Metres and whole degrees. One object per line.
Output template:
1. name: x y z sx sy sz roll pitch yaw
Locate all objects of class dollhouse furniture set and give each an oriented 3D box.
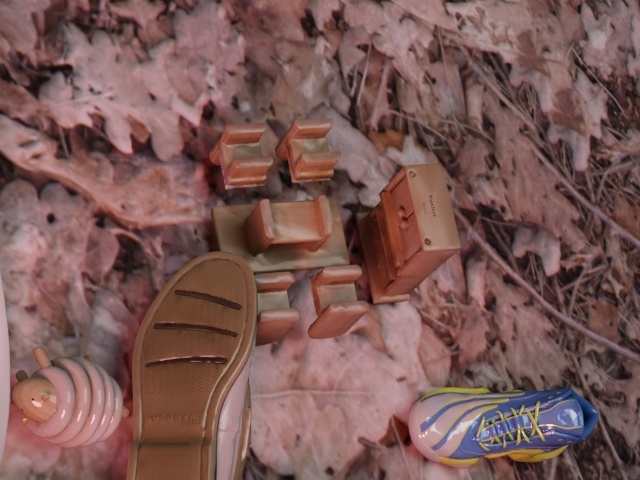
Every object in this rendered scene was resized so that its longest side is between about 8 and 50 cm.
1. dollhouse furniture set: 0.000 0.000 1.797 0.242 0.161 0.212 -4 71 -21

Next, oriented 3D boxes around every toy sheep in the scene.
1. toy sheep: -0.222 0.144 1.524 0.132 0.091 0.091 10 63 -46

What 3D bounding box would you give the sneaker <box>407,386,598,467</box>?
1. sneaker: 0.211 0.193 1.869 0.240 0.126 0.091 4 67 -42

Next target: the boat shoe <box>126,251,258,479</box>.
1. boat shoe: -0.120 0.160 1.596 0.103 0.113 0.302 74 25 -61

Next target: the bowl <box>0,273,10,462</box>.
1. bowl: -0.352 0.069 1.360 0.298 0.134 0.298 -6 90 -87
